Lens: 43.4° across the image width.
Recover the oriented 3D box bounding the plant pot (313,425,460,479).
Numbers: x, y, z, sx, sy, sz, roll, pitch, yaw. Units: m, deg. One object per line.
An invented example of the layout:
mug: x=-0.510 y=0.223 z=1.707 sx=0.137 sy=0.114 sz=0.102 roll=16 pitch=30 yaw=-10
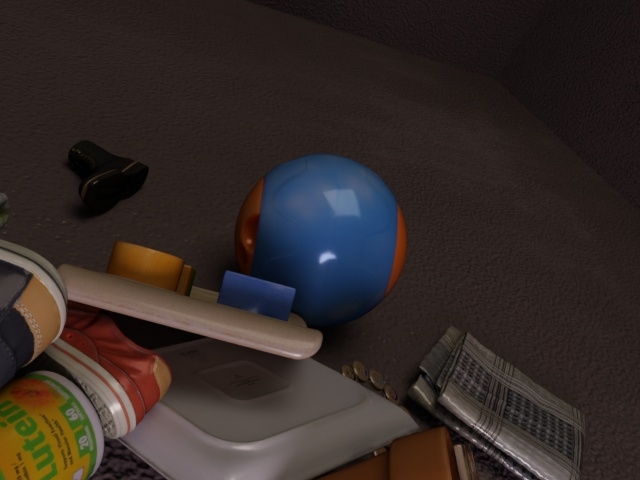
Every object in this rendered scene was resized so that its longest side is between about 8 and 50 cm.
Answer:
plant pot: x=0.061 y=0.355 z=0.838 sx=0.203 sy=0.291 sz=0.291 roll=-11 pitch=29 yaw=10

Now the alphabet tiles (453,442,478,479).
alphabet tiles: x=0.193 y=0.378 z=0.924 sx=0.342 sy=0.011 sz=0.285 roll=47 pitch=31 yaw=-71

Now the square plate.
square plate: x=-0.104 y=0.200 z=1.038 sx=0.344 sy=0.049 sz=0.347 roll=22 pitch=20 yaw=40

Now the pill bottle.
pill bottle: x=-0.347 y=0.238 z=0.798 sx=0.136 sy=0.136 sz=0.245 roll=37 pitch=29 yaw=13

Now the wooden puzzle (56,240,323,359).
wooden puzzle: x=-0.158 y=0.071 z=1.089 sx=0.322 sy=0.080 sz=0.348 roll=16 pitch=-3 yaw=-3

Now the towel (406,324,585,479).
towel: x=0.323 y=0.284 z=1.410 sx=0.324 sy=0.056 sz=0.312 roll=34 pitch=25 yaw=10

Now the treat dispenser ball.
treat dispenser ball: x=0.000 y=0.000 z=1.343 sx=0.288 sy=0.288 sz=0.288 roll=22 pitch=29 yaw=-13

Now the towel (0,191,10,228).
towel: x=-0.585 y=-0.106 z=0.945 sx=0.320 sy=0.090 sz=0.374 roll=20 pitch=-10 yaw=4

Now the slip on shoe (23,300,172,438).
slip on shoe: x=-0.303 y=0.122 z=0.981 sx=0.331 sy=0.123 sz=0.101 roll=25 pitch=42 yaw=37

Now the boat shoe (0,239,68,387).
boat shoe: x=-0.525 y=0.049 z=0.834 sx=0.500 sy=0.187 sz=0.156 roll=14 pitch=40 yaw=0

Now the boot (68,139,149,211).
boot: x=-0.405 y=-0.119 z=1.404 sx=0.137 sy=0.077 sz=0.198 roll=28 pitch=15 yaw=6

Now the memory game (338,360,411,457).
memory game: x=0.088 y=0.267 z=1.224 sx=0.186 sy=0.012 sz=0.186 roll=39 pitch=27 yaw=-25
